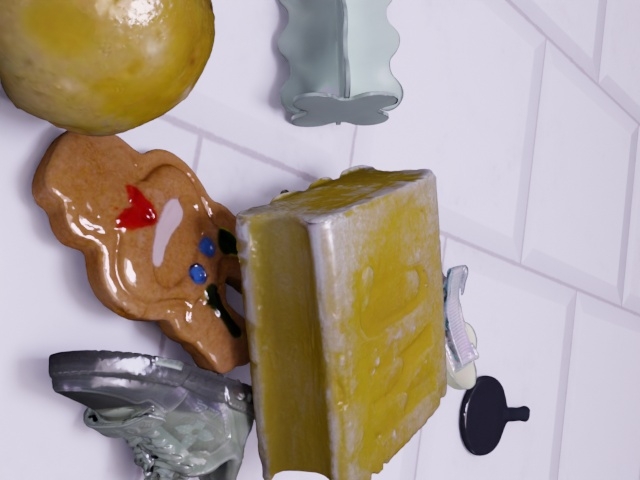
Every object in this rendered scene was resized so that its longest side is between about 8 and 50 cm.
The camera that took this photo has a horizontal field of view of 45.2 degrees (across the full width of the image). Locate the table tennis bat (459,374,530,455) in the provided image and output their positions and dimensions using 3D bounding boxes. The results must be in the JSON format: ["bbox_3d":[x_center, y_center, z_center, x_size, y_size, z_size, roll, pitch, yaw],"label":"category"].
[{"bbox_3d":[0.337,0.336,1.478,0.236,0.027,0.150,12,82,-46],"label":"table tennis bat"}]

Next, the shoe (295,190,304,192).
[{"bbox_3d":[0.000,0.000,1.065,0.099,0.071,0.169,-38,122,-44],"label":"shoe"}]

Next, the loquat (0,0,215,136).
[{"bbox_3d":[-0.201,-0.217,0.712,0.244,0.244,0.244,-1,92,-48],"label":"loquat"}]

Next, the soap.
[{"bbox_3d":[0.039,0.093,0.951,0.293,0.156,0.335,-22,112,-51],"label":"soap"}]

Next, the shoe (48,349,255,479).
[{"bbox_3d":[-0.174,0.210,0.835,0.293,0.109,0.149,27,65,-50],"label":"shoe"}]

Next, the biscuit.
[{"bbox_3d":[-0.170,0.005,0.860,0.334,0.047,0.202,43,48,-34],"label":"biscuit"}]

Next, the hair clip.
[{"bbox_3d":[0.218,0.153,1.308,0.159,0.071,0.219,-18,99,-44],"label":"hair clip"}]

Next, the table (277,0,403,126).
[{"bbox_3d":[0.025,-0.268,1.029,0.166,0.166,0.198,5,79,-48],"label":"table"}]
